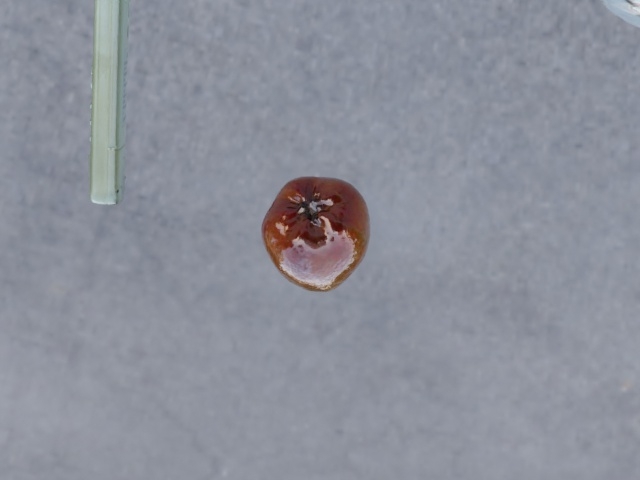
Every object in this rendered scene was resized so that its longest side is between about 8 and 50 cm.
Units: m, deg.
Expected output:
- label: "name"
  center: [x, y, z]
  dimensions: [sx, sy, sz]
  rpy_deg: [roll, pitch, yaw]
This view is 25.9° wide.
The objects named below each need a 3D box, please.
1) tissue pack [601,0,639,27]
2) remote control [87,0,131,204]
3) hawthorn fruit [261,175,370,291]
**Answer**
- label: "tissue pack"
  center: [0.100, -0.309, 0.521]
  dimensions: [0.376, 0.195, 0.390]
  rpy_deg: [17, 106, -30]
- label: "remote control"
  center: [-0.217, -0.154, 1.437]
  dimensions: [0.038, 0.233, 0.098]
  rpy_deg: [3, -168, -5]
- label: "hawthorn fruit"
  center: [0.000, 0.000, 1.009]
  dimensions: [0.081, 0.081, 0.093]
  rpy_deg: [3, 150, 12]
